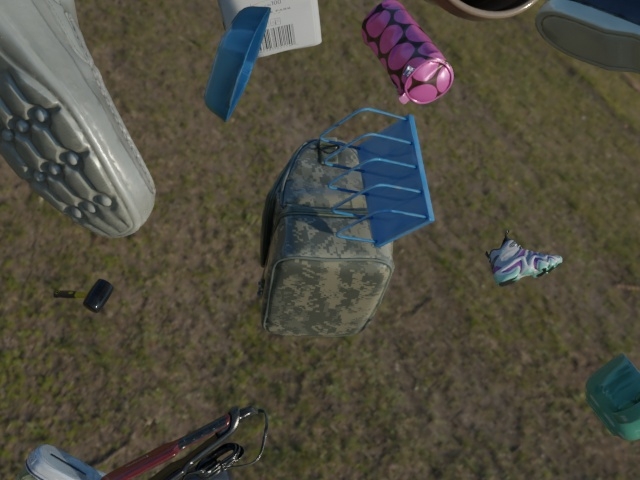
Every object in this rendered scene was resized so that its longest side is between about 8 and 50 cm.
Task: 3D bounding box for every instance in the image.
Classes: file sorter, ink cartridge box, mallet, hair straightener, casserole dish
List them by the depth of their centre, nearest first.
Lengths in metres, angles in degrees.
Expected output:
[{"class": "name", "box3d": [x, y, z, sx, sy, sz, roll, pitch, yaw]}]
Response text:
[{"class": "casserole dish", "box3d": [-0.098, -0.212, 1.038, 0.037, 0.114, 0.188, 19, 29, -5]}, {"class": "hair straightener", "box3d": [-0.159, 0.283, 1.126, 0.230, 0.047, 0.089, -27, 103, -29]}, {"class": "ink cartridge box", "box3d": [-0.101, -0.447, 1.168, 0.130, 0.272, 0.309, -13, 64, -2]}, {"class": "file sorter", "box3d": [0.076, -0.092, 1.309, 0.104, 0.118, 0.170, 7, 66, -40]}, {"class": "mallet", "box3d": [-0.470, 0.100, 1.756, 0.039, 0.189, 0.062, 47, 66, -32]}]

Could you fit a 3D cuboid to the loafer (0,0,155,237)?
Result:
[{"class": "loafer", "box3d": [-0.219, -0.148, 0.678, 0.319, 0.112, 0.111, 60, 41, -19]}]

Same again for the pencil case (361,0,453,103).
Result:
[{"class": "pencil case", "box3d": [0.137, -0.316, 1.491, 0.095, 0.098, 0.209, 34, 22, -41]}]

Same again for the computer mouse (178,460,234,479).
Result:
[{"class": "computer mouse", "box3d": [-0.281, 0.556, 1.847, 0.272, 0.072, 0.189, -23, 105, -33]}]

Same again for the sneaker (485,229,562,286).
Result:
[{"class": "sneaker", "box3d": [0.260, 0.015, 1.151, 0.098, 0.038, 0.069, -13, 66, -20]}]

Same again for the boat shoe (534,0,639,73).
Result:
[{"class": "boat shoe", "box3d": [0.308, -0.166, 0.738, 0.254, 0.079, 0.095, 27, -9, 27]}]

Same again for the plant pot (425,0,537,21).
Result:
[{"class": "plant pot", "box3d": [0.265, -0.522, 1.627, 0.263, 0.263, 0.229, 27, -1, -17]}]

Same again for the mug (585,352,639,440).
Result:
[{"class": "mug", "box3d": [0.496, 0.261, 1.469, 0.158, 0.097, 0.129, 40, 14, -53]}]

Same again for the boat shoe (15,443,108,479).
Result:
[{"class": "boat shoe", "box3d": [-0.427, 0.490, 1.660, 0.302, 0.094, 0.109, 38, 10, -14]}]

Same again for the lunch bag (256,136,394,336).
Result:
[{"class": "lunch bag", "box3d": [0.000, 0.000, 1.549, 0.212, 0.305, 0.256, 4, 59, -6]}]
